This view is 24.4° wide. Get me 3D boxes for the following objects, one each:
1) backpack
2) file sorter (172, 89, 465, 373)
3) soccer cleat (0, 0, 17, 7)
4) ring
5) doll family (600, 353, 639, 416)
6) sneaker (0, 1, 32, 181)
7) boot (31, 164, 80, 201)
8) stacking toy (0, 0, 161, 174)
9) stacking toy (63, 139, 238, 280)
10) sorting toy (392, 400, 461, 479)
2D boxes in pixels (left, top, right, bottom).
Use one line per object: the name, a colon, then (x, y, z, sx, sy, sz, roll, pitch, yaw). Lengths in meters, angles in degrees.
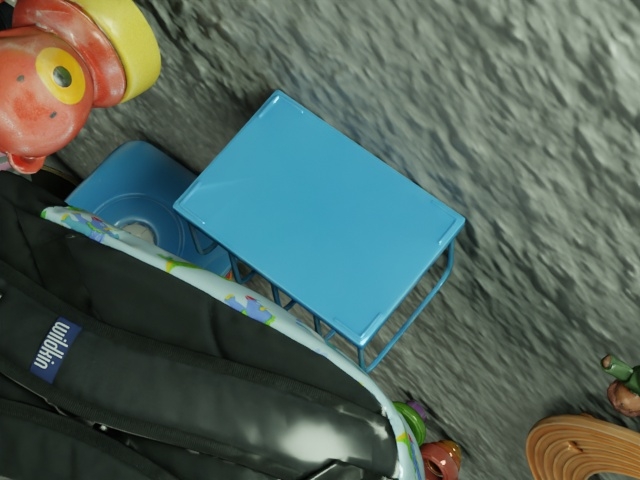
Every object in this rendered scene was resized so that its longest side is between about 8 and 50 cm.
backpack: (-0.099, 0.150, 1.037, 0.355, 0.290, 0.273, 15, 167, 22)
file sorter: (0.000, 0.000, 1.079, 0.170, 0.118, 0.104, 36, 163, 16)
soccer cleat: (-0.255, -0.220, 1.181, 0.196, 0.076, 0.068, 6, 125, 28)
ring: (0.304, 0.244, 1.155, 0.336, 0.032, 0.336, 36, 161, 15)
doll family: (0.259, 0.110, 0.891, 0.193, 0.076, 0.111, 40, 156, -3)
sneaker: (-0.304, -0.133, 1.429, 0.319, 0.131, 0.112, -40, 61, 55)
boot: (-0.259, -0.008, 1.559, 0.198, 0.077, 0.137, 37, -177, -13)
stacking toy: (-0.231, -0.205, 0.986, 0.309, 0.130, 0.279, 45, 150, -9)
stacking toy: (-0.153, 0.054, 1.436, 0.165, 0.175, 0.302, 37, 166, 16)
sorting toy: (0.100, 0.189, 1.423, 0.061, 0.042, 0.102, -24, 102, 52)
